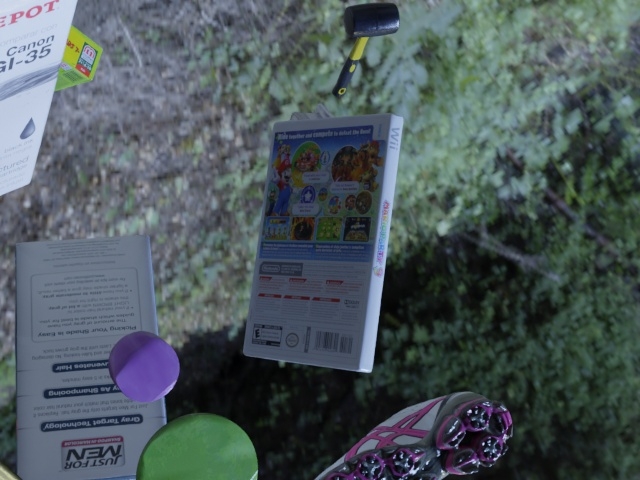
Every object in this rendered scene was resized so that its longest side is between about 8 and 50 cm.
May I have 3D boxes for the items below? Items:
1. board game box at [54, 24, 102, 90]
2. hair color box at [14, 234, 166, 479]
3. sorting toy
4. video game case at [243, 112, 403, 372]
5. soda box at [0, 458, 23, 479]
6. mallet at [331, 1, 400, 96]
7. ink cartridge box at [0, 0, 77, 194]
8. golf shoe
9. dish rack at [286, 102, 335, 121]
[{"bbox_3d":[-0.334,-0.198,1.373,0.181,0.043,0.092,-10,146,39],"label":"board game box"},{"bbox_3d":[-0.280,0.161,1.535,0.173,0.347,0.105,-4,141,-9],"label":"hair color box"},{"bbox_3d":[-0.134,0.251,1.332,0.127,0.126,0.366,-28,107,-15],"label":"sorting toy"},{"bbox_3d":[0.000,0.000,0.618,0.011,0.087,0.122,12,84,-41],"label":"video game case"},{"bbox_3d":[-0.231,0.097,0.660,0.061,0.181,0.058,-47,148,-15],"label":"soda box"},{"bbox_3d":[0.052,-0.229,1.527,0.062,0.039,0.190,-11,160,-10],"label":"mallet"},{"bbox_3d":[-0.326,-0.133,1.008,0.207,0.117,0.283,-27,160,-35],"label":"ink cartridge box"},{"bbox_3d":[0.066,0.182,1.044,0.186,0.086,0.068,-22,103,-22],"label":"golf shoe"},{"bbox_3d":[-0.024,-0.028,1.695,0.072,0.333,0.286,3,105,-10],"label":"dish rack"}]
